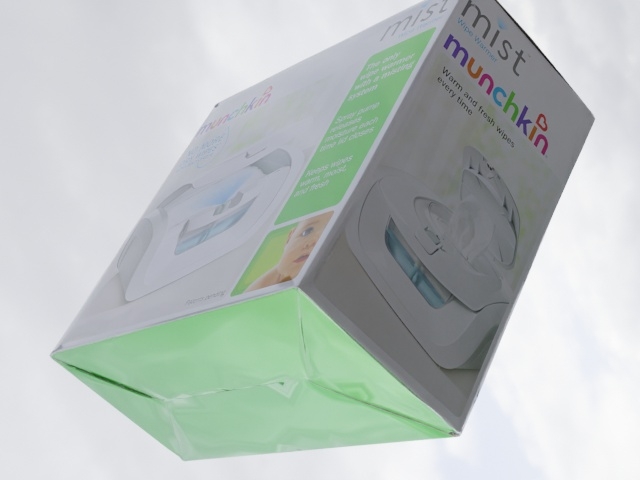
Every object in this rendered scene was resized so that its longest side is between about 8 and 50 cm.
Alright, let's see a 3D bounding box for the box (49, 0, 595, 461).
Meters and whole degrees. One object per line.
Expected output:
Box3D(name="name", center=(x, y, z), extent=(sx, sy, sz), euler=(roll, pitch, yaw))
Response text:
Box3D(name="box", center=(0.000, 0.000, 0.707), extent=(0.127, 0.262, 0.231), euler=(43, -123, -23))
